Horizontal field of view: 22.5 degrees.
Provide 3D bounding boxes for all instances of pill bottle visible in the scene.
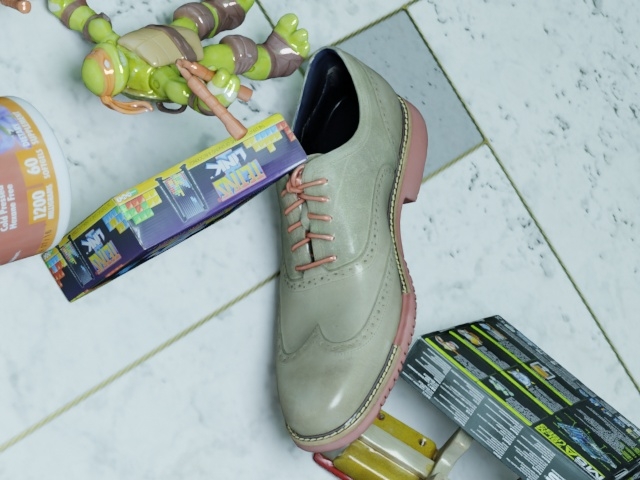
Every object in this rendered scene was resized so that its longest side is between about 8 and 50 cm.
[{"bbox_3d":[-0.295,-0.024,1.134,0.216,0.121,0.121,-19,83,-36],"label":"pill bottle"}]

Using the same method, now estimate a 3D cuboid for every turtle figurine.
[{"bbox_3d":[-0.110,-0.143,1.289,0.269,0.087,0.217,29,33,31],"label":"turtle figurine"}]

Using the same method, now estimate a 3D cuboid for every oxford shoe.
[{"bbox_3d":[0.000,0.000,1.295,0.130,0.123,0.348,44,40,-43],"label":"oxford shoe"}]

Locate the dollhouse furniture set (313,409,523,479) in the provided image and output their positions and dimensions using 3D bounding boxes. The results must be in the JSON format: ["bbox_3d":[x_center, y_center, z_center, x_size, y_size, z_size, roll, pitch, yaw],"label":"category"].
[{"bbox_3d":[0.134,0.302,1.297,0.374,0.152,0.201,32,57,2],"label":"dollhouse furniture set"}]

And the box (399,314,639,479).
[{"bbox_3d":[0.176,0.141,1.328,0.191,0.045,0.184,40,21,19],"label":"box"}]

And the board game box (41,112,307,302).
[{"bbox_3d":[-0.112,-0.025,1.240,0.170,0.141,0.048,-31,91,-36],"label":"board game box"}]
